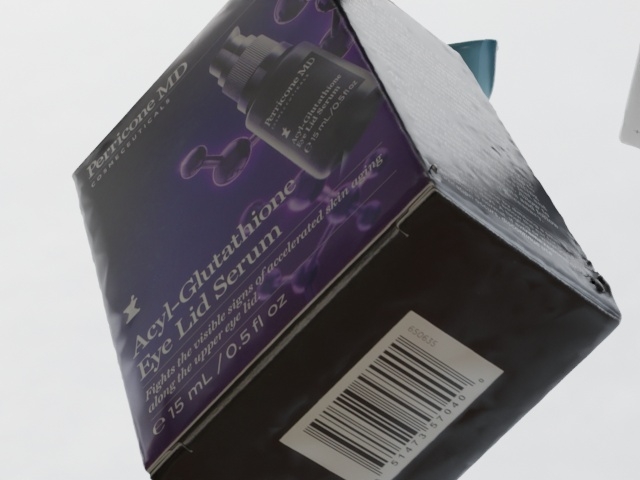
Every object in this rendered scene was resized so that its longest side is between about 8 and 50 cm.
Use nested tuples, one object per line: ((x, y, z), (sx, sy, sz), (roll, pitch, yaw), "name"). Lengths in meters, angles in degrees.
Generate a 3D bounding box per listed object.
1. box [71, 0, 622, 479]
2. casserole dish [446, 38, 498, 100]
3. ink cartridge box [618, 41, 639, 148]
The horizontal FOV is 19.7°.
((0.000, 0.000, 0.727), (0.153, 0.108, 0.207), (-47, -146, 15), "box")
((0.002, -0.063, 0.897), (0.188, 0.114, 0.037), (-11, -91, -21), "casserole dish")
((0.261, -0.166, 1.079), (0.066, 0.261, 0.296), (24, -111, 14), "ink cartridge box")
